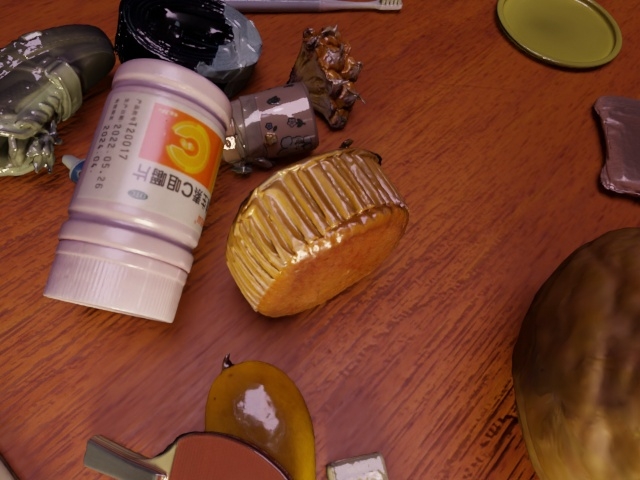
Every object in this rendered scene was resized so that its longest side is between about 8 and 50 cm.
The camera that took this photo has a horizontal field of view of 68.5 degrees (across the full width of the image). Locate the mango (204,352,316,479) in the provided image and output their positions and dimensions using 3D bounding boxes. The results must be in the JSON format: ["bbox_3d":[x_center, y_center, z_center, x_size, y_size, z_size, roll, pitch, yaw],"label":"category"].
[{"bbox_3d":[-0.053,0.196,0.447,0.101,0.066,0.188,-16,73,-14],"label":"mango"}]

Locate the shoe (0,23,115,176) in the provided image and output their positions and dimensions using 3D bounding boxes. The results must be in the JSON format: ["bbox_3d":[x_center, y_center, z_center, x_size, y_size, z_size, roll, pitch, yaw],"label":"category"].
[{"bbox_3d":[-0.356,-0.150,0.584,0.149,0.109,0.293,47,63,6],"label":"shoe"}]

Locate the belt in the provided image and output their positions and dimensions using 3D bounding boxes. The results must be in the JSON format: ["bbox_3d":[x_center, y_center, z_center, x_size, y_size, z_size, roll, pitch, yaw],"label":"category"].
[{"bbox_3d":[-0.177,-0.272,0.657,0.198,0.078,0.151,-6,67,-32],"label":"belt"}]

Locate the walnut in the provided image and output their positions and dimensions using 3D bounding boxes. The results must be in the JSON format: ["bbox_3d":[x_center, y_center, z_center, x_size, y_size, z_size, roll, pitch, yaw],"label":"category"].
[{"bbox_3d":[0.334,0.124,0.410,0.332,0.333,0.333,3,61,-5],"label":"walnut"}]

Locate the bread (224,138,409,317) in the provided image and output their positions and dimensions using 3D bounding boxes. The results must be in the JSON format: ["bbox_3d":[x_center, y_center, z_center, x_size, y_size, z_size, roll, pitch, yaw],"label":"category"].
[{"bbox_3d":[-0.001,0.000,0.486,0.199,0.199,0.104,-24,70,-19],"label":"bread"}]

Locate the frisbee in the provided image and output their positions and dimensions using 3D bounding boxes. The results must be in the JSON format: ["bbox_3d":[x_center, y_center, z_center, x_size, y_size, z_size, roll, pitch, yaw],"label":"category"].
[{"bbox_3d":[0.434,-0.395,0.861,0.235,0.017,0.236,3,61,-6],"label":"frisbee"}]

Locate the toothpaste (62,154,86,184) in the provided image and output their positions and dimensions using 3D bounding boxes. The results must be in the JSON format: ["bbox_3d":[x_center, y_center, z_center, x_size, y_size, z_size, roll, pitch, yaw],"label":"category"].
[{"bbox_3d":[-0.240,-0.050,0.575,0.197,0.035,0.057,34,73,9],"label":"toothpaste"}]

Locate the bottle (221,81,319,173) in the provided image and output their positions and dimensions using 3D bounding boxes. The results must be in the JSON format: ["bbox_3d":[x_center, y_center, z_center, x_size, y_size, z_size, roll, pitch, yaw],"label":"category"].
[{"bbox_3d":[-0.084,-0.146,0.619,0.152,0.099,0.099,-15,64,-5],"label":"bottle"}]

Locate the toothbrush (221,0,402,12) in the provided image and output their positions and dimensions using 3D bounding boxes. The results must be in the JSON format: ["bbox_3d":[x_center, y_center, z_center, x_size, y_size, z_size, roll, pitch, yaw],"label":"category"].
[{"bbox_3d":[-0.023,-0.405,0.802,0.342,0.030,0.025,-6,57,-8],"label":"toothbrush"}]

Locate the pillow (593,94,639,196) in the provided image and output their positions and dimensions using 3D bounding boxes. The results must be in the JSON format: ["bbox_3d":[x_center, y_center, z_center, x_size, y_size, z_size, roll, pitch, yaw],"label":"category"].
[{"bbox_3d":[0.491,-0.143,0.719,0.135,0.034,0.211,13,59,5],"label":"pillow"}]

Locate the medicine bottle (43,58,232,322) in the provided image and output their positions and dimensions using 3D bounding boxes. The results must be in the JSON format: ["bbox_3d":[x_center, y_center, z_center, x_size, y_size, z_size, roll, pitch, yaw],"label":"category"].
[{"bbox_3d":[-0.185,-0.049,0.495,0.133,0.133,0.250,13,75,0],"label":"medicine bottle"}]

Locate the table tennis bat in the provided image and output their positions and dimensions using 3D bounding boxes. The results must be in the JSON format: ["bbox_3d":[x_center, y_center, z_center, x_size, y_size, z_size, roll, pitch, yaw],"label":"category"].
[{"bbox_3d":[-0.116,0.226,0.415,0.220,0.019,0.130,15,91,16],"label":"table tennis bat"}]

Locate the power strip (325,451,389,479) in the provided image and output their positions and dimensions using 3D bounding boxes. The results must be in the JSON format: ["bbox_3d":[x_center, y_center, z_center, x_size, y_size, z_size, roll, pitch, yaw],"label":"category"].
[{"bbox_3d":[0.044,0.266,0.434,0.056,0.032,0.123,-8,63,-10],"label":"power strip"}]

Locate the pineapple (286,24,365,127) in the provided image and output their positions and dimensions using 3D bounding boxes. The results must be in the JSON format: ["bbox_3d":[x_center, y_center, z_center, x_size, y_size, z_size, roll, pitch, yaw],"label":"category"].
[{"bbox_3d":[0.000,-0.229,0.676,0.069,0.116,0.137,-24,108,-42],"label":"pineapple"}]

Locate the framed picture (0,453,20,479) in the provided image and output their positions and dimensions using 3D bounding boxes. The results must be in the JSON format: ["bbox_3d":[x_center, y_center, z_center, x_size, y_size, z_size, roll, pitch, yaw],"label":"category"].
[{"bbox_3d":[-0.343,0.332,0.358,0.211,0.020,0.289,41,65,16],"label":"framed picture"}]
